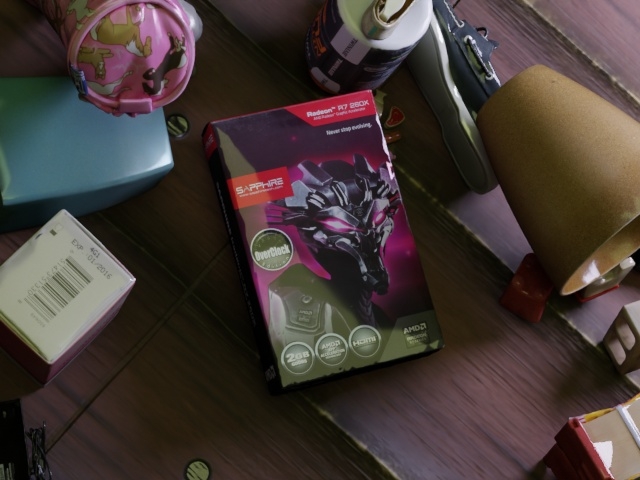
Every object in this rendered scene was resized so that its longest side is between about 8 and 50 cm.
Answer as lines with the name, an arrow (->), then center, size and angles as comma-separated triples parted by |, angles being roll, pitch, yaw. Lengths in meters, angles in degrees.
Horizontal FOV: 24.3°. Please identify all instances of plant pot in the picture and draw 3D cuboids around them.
plant pot -> 0.327, -0.098, 1.941 | 0.237, 0.237, 0.254 | -32, 72, -17
plant pot -> -0.320, -0.118, 1.917 | 0.234, 0.166, 0.165 | -9, 79, -21

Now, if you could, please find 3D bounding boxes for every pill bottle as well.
pill bottle -> 0.053, -0.273, 1.987 | 0.130, 0.246, 0.130 | 4, 75, -14

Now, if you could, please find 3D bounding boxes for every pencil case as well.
pencil case -> -0.284, -0.301, 1.863 | 0.167, 0.386, 0.160 | -41, 130, 4

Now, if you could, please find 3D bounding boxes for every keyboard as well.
keyboard -> -0.384, 0.298, 1.879 | 0.100, 0.038, 0.192 | -10, 80, 9

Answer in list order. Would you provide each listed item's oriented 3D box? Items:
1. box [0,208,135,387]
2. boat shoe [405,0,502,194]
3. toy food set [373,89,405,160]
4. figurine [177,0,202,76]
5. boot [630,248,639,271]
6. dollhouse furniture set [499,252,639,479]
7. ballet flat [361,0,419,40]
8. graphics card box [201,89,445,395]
box -> -0.330, 0.077, 1.829 | 0.127, 0.232, 0.148 | 44, 72, 0
boat shoe -> 0.205, -0.240, 2.077 | 0.113, 0.127, 0.340 | -23, 85, -18
toy food set -> 0.079, -0.146, 2.085 | 0.078, 0.019, 0.122 | 34, 65, -3
figurine -> -0.205, -0.321, 1.960 | 0.092, 0.209, 0.215 | -7, 79, -14
boot -> 0.534, -0.053, 2.131 | 0.176, 0.088, 0.244 | 20, 77, -6
dollhouse furniture set -> 0.370, 0.171, 2.031 | 0.201, 0.152, 0.374 | -20, 65, -16
ballet flat -> 0.110, -0.318, 1.854 | 0.057, 0.052, 0.168 | 32, 71, -6
graphics card box -> 0.000, 0.000, 1.964 | 0.233, 0.094, 0.371 | -12, 81, -15
